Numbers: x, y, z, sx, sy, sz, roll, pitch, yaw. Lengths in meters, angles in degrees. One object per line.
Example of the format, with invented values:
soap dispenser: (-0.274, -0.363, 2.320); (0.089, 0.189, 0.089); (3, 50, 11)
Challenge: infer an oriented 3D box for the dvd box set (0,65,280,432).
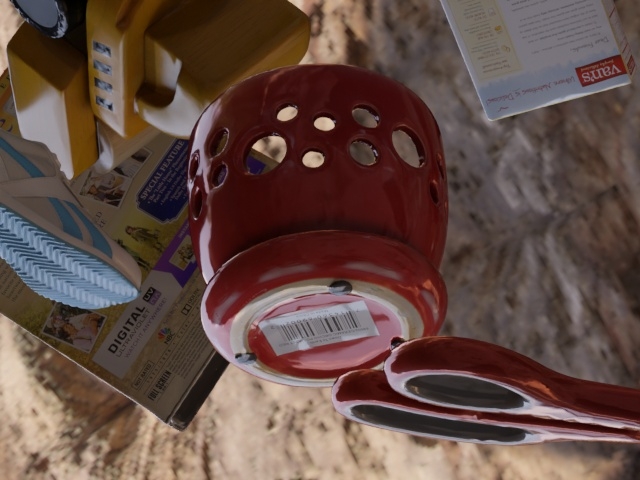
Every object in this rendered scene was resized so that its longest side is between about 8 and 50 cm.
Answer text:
dvd box set: (-0.240, -0.021, 1.610); (0.420, 0.062, 0.307); (29, -101, 20)

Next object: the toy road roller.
toy road roller: (-0.145, -0.171, 1.335); (0.240, 0.329, 0.202); (39, -120, 19)

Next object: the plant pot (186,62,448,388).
plant pot: (0.000, 0.000, 1.018); (0.191, 0.191, 0.174); (17, -131, -26)

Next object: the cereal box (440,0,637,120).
cereal box: (0.222, -0.261, 1.557); (0.240, 0.173, 0.047); (65, -149, -21)

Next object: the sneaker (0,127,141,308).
sneaker: (-0.227, -0.024, 1.173); (0.228, 0.087, 0.092); (42, -138, -37)

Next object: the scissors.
scissors: (0.155, 0.081, 0.639); (0.297, 0.109, 0.021); (9, -115, -9)
